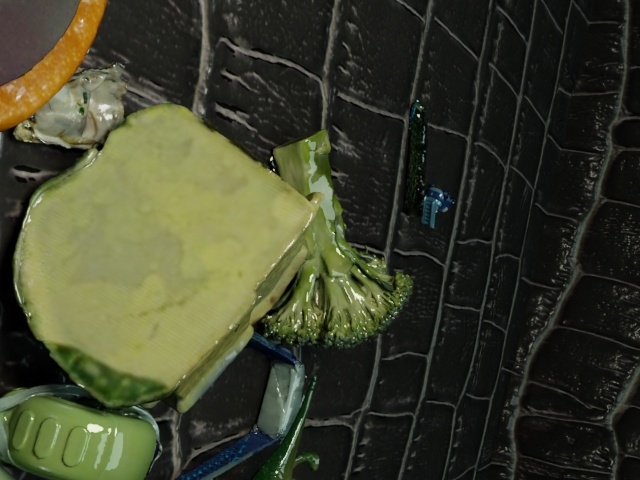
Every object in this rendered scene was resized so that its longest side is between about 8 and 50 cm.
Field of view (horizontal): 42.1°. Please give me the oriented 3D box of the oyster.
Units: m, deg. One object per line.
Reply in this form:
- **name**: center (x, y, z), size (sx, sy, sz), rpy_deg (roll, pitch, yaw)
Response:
- **oyster**: center (-0.265, -0.149, 0.904), size (0.108, 0.053, 0.166), rpy_deg (-65, 163, 16)

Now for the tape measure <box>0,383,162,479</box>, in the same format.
- **tape measure**: center (-0.265, 0.213, 0.915), size (0.200, 0.175, 0.106), rpy_deg (41, 62, -58)

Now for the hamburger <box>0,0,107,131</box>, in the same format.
- **hamburger**: center (-0.325, -0.226, 0.550), size (0.330, 0.250, 0.329), rpy_deg (-24, 118, -54)

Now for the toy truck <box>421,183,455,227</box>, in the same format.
- **toy truck**: center (0.262, -0.077, 1.920), size (0.090, 0.056, 0.073), rpy_deg (-59, 145, -6)

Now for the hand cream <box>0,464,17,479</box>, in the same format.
- **hand cream**: center (-0.373, 0.262, 0.842), size (0.306, 0.093, 0.147), rpy_deg (60, 36, -43)

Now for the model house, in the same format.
- **model house**: center (-0.182, 0.036, 0.995), size (0.321, 0.261, 0.266), rpy_deg (-50, 171, -15)

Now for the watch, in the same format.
- **watch**: center (-0.128, 0.285, 1.315), size (0.274, 0.068, 0.276), rpy_deg (39, 68, -60)

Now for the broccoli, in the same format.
- **broccoli**: center (0.022, -0.004, 1.377), size (0.252, 0.221, 0.361), rpy_deg (-1, 102, -27)

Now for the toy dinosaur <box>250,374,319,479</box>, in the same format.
- **toy dinosaur**: center (-0.139, 0.425, 1.302), size (0.301, 0.087, 0.446), rpy_deg (9, 84, -28)

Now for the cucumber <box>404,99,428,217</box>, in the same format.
- **cucumber**: center (0.208, -0.174, 1.785), size (0.044, 0.043, 0.256), rpy_deg (-36, 131, -58)
